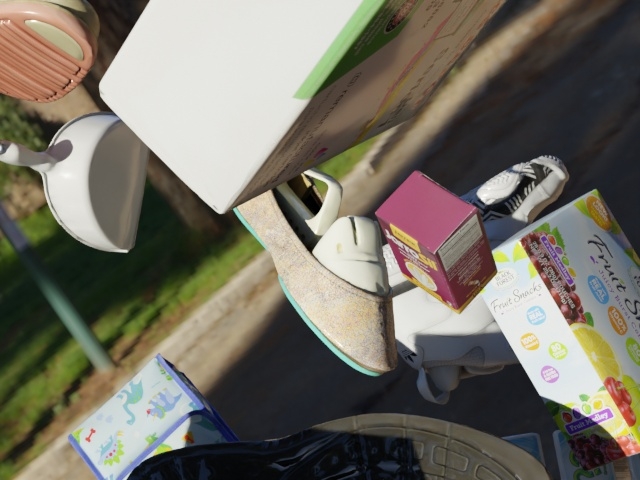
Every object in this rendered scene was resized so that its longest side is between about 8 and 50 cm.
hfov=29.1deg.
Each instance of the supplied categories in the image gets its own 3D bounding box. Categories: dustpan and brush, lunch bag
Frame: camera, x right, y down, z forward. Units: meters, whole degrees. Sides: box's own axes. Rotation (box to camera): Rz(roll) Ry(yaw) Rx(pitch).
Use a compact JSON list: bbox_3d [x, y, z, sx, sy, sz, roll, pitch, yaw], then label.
[{"bbox_3d":[-0.253,-0.073,1.249,0.060,0.147,0.211,7,-5,20],"label":"dustpan and brush"},{"bbox_3d":[-0.153,0.211,1.222,0.129,0.151,0.096,-42,-25,-3],"label":"lunch bag"}]

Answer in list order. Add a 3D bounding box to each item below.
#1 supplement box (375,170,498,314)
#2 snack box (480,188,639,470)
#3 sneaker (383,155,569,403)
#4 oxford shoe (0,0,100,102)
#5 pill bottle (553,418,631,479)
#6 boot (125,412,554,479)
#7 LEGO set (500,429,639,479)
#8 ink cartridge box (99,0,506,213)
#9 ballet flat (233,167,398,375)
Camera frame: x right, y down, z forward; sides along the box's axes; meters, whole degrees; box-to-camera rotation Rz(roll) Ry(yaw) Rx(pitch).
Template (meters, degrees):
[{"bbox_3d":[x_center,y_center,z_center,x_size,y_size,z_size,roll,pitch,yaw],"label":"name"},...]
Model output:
[{"bbox_3d":[0.077,0.002,0.803,0.043,0.083,0.055,-45,55,-12],"label":"supplement box"},{"bbox_3d":[0.244,0.075,1.109,0.070,0.207,0.174,-31,-3,39],"label":"snack box"},{"bbox_3d":[0.213,0.048,1.587,0.366,0.210,0.137,-32,1,-26],"label":"sneaker"},{"bbox_3d":[-0.331,-0.231,1.272,0.397,0.140,0.146,4,63,51],"label":"oxford shoe"},{"bbox_3d":[0.380,0.219,1.580,0.162,0.162,0.278,-34,-27,-7],"label":"pill bottle"},{"bbox_3d":[0.049,0.249,1.093,0.377,0.138,0.284,-10,-21,21],"label":"boot"},{"bbox_3d":[0.265,0.292,1.139,0.182,0.244,0.060,-8,-12,-2],"label":"LEGO set"},{"bbox_3d":[0.020,-0.155,0.789,0.201,0.117,0.278,-51,-10,32],"label":"ink cartridge box"},{"bbox_3d":[0.000,0.000,1.241,0.106,0.108,0.316,-57,47,20],"label":"ballet flat"}]
